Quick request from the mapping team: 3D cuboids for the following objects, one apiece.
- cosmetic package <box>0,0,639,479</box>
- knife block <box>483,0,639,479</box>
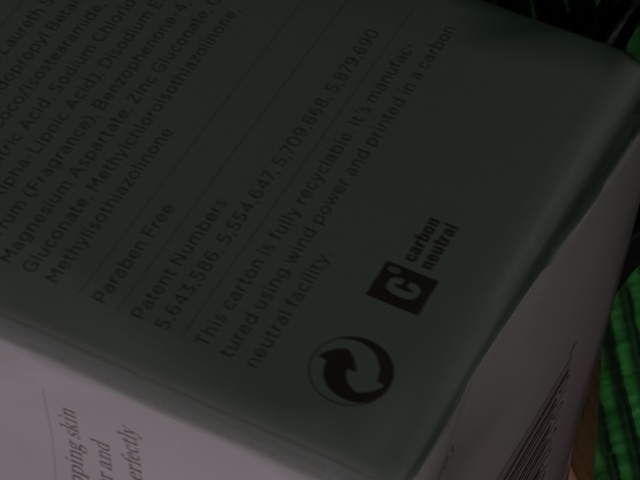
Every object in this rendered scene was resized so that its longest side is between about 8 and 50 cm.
[{"bbox_3d":[-0.121,0.002,0.554,0.385,0.156,0.217,24,143,16],"label":"cosmetic package"},{"bbox_3d":[0.000,0.000,0.677,0.275,0.088,0.242,-13,127,22],"label":"knife block"}]
